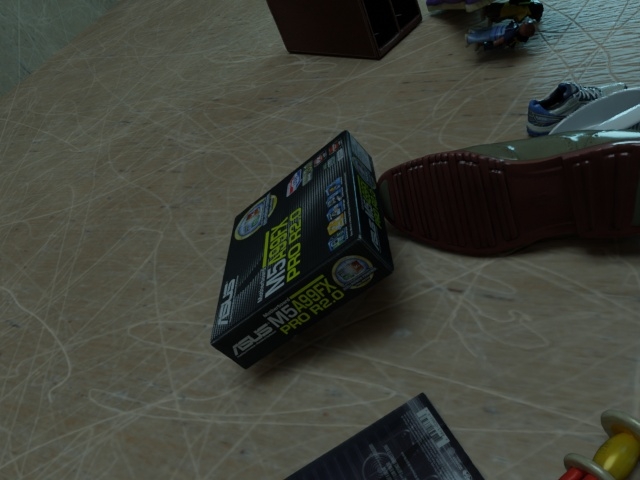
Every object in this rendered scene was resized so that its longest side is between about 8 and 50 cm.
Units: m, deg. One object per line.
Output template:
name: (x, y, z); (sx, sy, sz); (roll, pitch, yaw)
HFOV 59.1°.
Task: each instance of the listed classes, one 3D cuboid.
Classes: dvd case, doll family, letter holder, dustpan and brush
dvd case: (0.040, 0.252, 0.489); (0.221, 0.018, 0.164); (-31, 40, -4)
doll family: (0.326, -0.372, 0.968); (0.111, 0.076, 0.193); (9, 57, 32)
letter holder: (0.030, -0.526, 1.195); (0.152, 0.214, 0.302); (-46, 41, -20)
dustpan and brush: (0.399, -0.157, 0.688); (0.211, 0.060, 0.147); (-30, 40, -1)

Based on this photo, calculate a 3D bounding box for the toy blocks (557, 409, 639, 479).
toy blocks: (0.214, 0.208, 0.397); (0.148, 0.054, 0.123); (-39, 39, -18)

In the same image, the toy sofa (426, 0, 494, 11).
toy sofa: (0.284, -0.517, 1.008); (0.177, 0.150, 0.362); (-21, 21, 7)

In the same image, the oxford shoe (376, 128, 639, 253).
oxford shoe: (0.235, -0.063, 0.667); (0.348, 0.123, 0.130); (2, 25, 35)

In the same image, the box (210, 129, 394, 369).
box: (-0.026, -0.002, 0.700); (0.216, 0.060, 0.270); (-35, 28, 21)

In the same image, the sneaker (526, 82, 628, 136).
sneaker: (0.344, -0.186, 0.757); (0.135, 0.058, 0.052); (-20, 39, 10)
